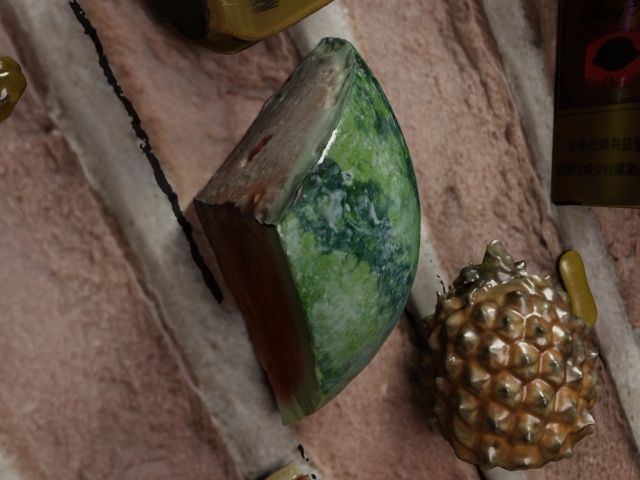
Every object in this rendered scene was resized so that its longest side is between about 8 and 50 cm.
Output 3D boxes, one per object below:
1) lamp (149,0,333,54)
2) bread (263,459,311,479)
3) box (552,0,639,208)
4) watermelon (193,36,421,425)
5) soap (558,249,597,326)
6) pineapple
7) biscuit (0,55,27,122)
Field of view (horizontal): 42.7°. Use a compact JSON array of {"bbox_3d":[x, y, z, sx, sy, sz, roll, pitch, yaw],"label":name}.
[{"bbox_3d":[-0.040,-0.231,0.581,0.185,0.161,0.161,-37,110,-23],"label":"lamp"},{"bbox_3d":[-0.072,0.275,0.640,0.192,0.067,0.119,-26,97,-27],"label":"bread"},{"bbox_3d":[0.301,-0.149,0.773,0.071,0.159,0.240,0,94,-27],"label":"box"},{"bbox_3d":[0.000,0.000,0.628,0.260,0.176,0.256,64,27,-16],"label":"watermelon"},{"bbox_3d":[0.268,0.052,0.849,0.034,0.012,0.089,-28,106,-25],"label":"soap"},{"bbox_3d":[0.163,0.094,0.715,0.166,0.166,0.193,-12,100,-28],"label":"pineapple"},{"bbox_3d":[-0.344,-0.084,0.463,0.335,0.078,0.329,-20,107,-25],"label":"biscuit"}]
